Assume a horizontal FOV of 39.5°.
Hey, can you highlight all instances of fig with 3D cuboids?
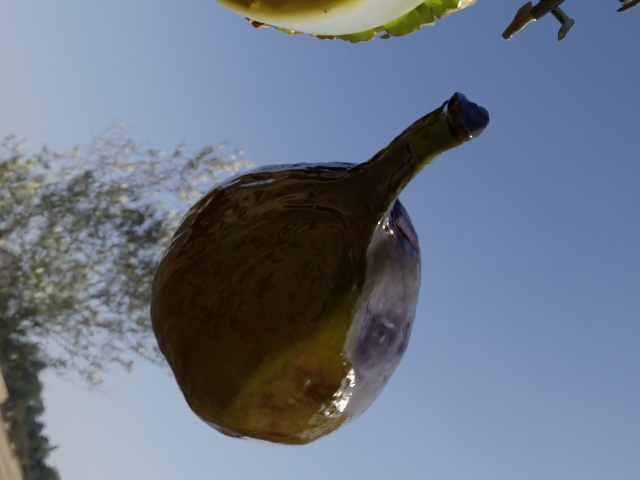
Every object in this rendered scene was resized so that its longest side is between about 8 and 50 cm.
[{"bbox_3d":[0.023,0.021,0.579,0.290,0.190,0.191,-26,-99,33],"label":"fig"}]

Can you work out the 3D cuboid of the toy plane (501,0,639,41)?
[{"bbox_3d":[0.118,-0.115,0.363,0.031,0.049,0.120,42,-44,-16],"label":"toy plane"}]

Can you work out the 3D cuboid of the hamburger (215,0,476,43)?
[{"bbox_3d":[0.001,-0.294,0.678,0.276,0.179,0.294,-5,-68,23],"label":"hamburger"}]
